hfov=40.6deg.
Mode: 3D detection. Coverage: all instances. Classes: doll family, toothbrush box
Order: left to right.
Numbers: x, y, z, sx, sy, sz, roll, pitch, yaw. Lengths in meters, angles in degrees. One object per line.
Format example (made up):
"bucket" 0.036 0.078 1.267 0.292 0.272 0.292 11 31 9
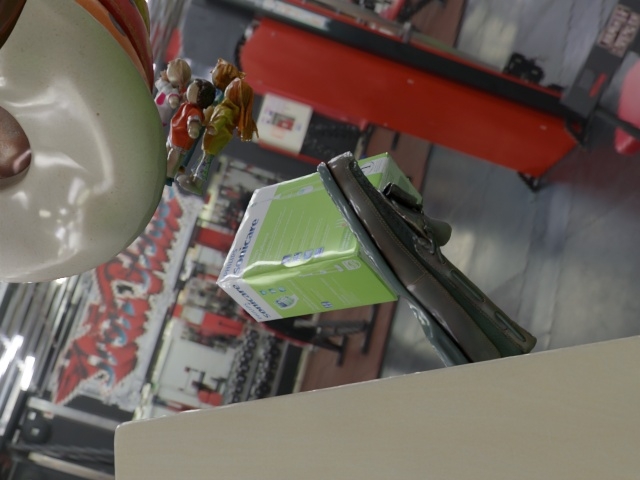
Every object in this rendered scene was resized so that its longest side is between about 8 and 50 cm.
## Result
"doll family" -0.155 -0.160 1.152 0.163 0.118 0.263 -61 26 9
"toothbrush box" 0.000 0.000 1.385 0.283 0.122 0.206 -12 45 35

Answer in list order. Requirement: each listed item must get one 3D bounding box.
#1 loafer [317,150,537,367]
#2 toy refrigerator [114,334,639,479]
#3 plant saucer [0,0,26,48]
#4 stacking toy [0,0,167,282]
"loafer" 0.100 0.019 0.797 0.084 0.268 0.096 -34 15 7
"toy refrigerator" 0.046 0.110 0.359 0.094 0.269 0.102 20 -121 -57
"plant saucer" -0.180 -0.179 0.470 0.200 0.037 0.200 -164 90 -79
"stacking toy" -0.292 -0.226 0.912 0.480 0.350 0.351 -82 11 -47
